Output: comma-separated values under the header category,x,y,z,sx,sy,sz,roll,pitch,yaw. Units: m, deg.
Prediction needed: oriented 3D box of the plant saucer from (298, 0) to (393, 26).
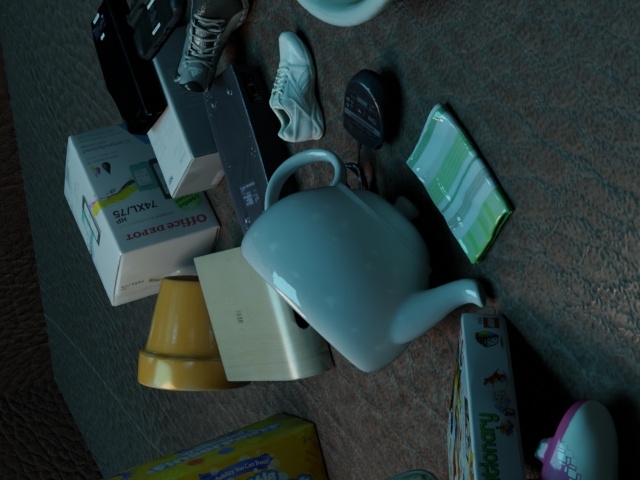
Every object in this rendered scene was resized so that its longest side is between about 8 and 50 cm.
category,x,y,z,sx,sy,sz,roll,pitch,yaw
plant saucer,0.030,-0.429,1.178,0.400,0.100,0.401,47,146,46

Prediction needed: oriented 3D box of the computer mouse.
category,x,y,z,sx,sy,sz,roll,pitch,yaw
computer mouse,0.060,-0.117,1.411,0.071,0.041,0.242,40,149,25

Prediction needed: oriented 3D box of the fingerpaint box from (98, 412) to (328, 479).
category,x,y,z,sx,sy,sz,roll,pitch,yaw
fingerpaint box,-0.186,0.535,1.871,0.163,0.444,0.371,-1,103,65

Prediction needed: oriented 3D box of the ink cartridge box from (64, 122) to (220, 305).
category,x,y,z,sx,sy,sz,roll,pitch,yaw
ink cartridge box,-0.338,-0.057,2.128,0.270,0.198,0.197,62,154,23

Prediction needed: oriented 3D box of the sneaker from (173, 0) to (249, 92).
category,x,y,z,sx,sy,sz,roll,pitch,yaw
sneaker,-0.165,-0.287,1.673,0.229,0.086,0.132,126,159,-72

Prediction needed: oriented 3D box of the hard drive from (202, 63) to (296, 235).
category,x,y,z,sx,sy,sz,roll,pitch,yaw
hard drive,-0.106,-0.132,1.738,0.172,0.054,0.255,-19,87,67

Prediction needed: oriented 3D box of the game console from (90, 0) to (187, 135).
category,x,y,z,sx,sy,sz,roll,pitch,yaw
game console,-0.278,-0.319,1.809,0.361,0.044,0.213,-34,74,59

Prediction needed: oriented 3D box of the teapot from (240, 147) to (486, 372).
category,x,y,z,sx,sy,sz,roll,pitch,yaw
teapot,0.039,0.018,1.360,0.256,0.187,0.252,43,179,-9

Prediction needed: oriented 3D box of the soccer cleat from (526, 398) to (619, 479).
category,x,y,z,sx,sy,sz,roll,pitch,yaw
soccer cleat,0.279,0.308,1.133,0.143,0.116,0.331,22,126,32

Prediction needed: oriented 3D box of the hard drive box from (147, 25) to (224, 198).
category,x,y,z,sx,sy,sz,roll,pitch,yaw
hard drive box,-0.234,-0.215,1.926,0.232,0.089,0.181,69,156,12

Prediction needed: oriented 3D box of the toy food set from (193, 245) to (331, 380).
category,x,y,z,sx,sy,sz,roll,pitch,yaw
toy food set,-0.094,0.111,1.856,0.306,0.092,0.220,-13,92,59

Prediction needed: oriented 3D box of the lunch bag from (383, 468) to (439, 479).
category,x,y,z,sx,sy,sz,roll,pitch,yaw
lunch bag,0.132,0.468,1.422,0.305,0.212,0.256,62,-175,26

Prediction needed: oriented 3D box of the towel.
category,x,y,z,sx,sy,sz,roll,pitch,yaw
towel,0.150,-0.061,1.252,0.152,0.023,0.113,62,155,25

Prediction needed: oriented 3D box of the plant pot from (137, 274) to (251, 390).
category,x,y,z,sx,sy,sz,roll,pitch,yaw
plant pot,-0.224,0.161,2.049,0.205,0.205,0.188,-173,84,-65

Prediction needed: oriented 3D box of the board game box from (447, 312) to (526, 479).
category,x,y,z,sx,sy,sz,roll,pitch,yaw
board game box,0.171,0.246,1.192,0.305,0.053,0.193,-85,-3,-54

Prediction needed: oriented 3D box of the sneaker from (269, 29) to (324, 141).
category,x,y,z,sx,sy,sz,roll,pitch,yaw
sneaker,-0.038,-0.206,1.532,0.053,0.061,0.152,9,112,67
